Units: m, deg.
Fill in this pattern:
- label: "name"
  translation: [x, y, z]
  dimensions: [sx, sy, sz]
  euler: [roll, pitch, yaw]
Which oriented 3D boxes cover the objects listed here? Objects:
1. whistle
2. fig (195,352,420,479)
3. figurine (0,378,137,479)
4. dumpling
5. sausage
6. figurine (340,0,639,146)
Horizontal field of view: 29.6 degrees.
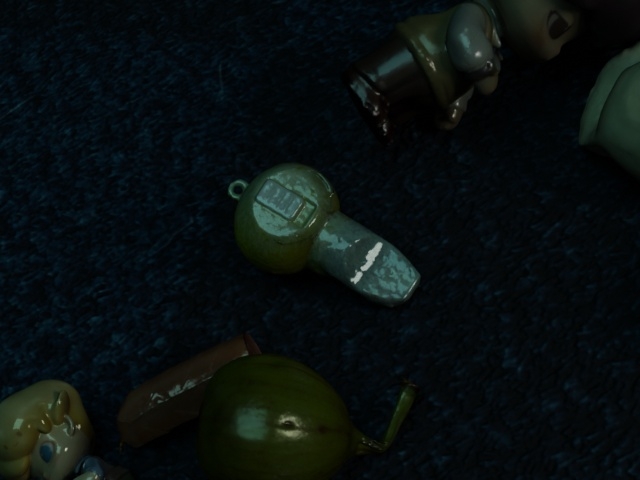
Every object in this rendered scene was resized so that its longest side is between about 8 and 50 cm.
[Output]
- label: "whistle"
  translation: [0.000, 0.000, 1.251]
  dimensions: [0.223, 0.123, 0.123]
  euler: [31, 74, 9]
- label: "fig"
  translation: [-0.028, 0.182, 1.144]
  dimensions: [0.142, 0.186, 0.148]
  euler: [-36, 35, 55]
- label: "figurine"
  translation: [-0.248, 0.228, 1.203]
  dimensions: [0.108, 0.114, 0.196]
  euler: [-39, 68, -21]
- label: "dumpling"
  translation: [0.358, -0.119, 1.164]
  dimensions: [0.250, 0.132, 0.162]
  euler: [26, 81, 45]
- label: "sausage"
  translation: [-0.136, 0.156, 1.223]
  dimensions: [0.169, 0.065, 0.065]
  euler: [-27, 56, 4]
- label: "figurine"
  translation: [0.206, -0.223, 1.232]
  dimensions: [0.365, 0.218, 0.206]
  euler: [-46, 59, -2]
